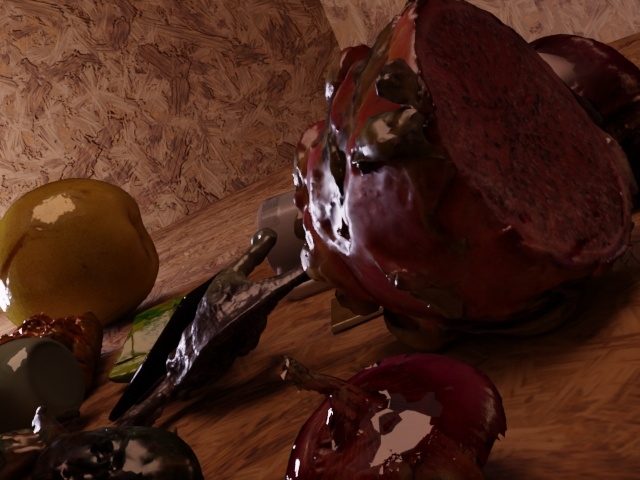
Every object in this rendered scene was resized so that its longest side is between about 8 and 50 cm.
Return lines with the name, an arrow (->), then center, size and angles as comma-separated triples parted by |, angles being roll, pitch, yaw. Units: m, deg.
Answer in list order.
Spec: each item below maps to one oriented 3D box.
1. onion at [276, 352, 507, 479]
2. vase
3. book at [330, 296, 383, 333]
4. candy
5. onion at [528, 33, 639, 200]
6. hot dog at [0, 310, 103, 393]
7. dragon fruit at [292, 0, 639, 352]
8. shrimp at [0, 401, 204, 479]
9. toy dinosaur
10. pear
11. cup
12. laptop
onion -> 0.024, 0.110, 0.544 | 0.150, 0.140, 0.150 | -38, 15, 12
vase -> -0.411, 0.214, 1.137 | 0.248, 0.128, 0.128 | -29, 7, 24
book -> 0.091, 0.055, 1.063 | 0.172, 0.012, 0.118 | -23, 10, 6
candy -> -0.214, 0.122, 1.290 | 0.149, 0.069, 0.246 | -22, 10, 2
onion -> 0.281, -0.134, 1.043 | 0.216, 0.206, 0.207 | -26, 10, -6
hot dog -> -0.412, 0.170, 1.365 | 0.158, 0.117, 0.349 | -26, 10, -6
dragon fruit -> 0.101, -0.025, 0.827 | 0.263, 0.314, 0.296 | -37, 24, 37
shrimp -> -0.197, 0.197, 0.706 | 0.172, 0.137, 0.372 | 16, -13, -41
toy dinosaur -> -0.108, 0.102, 0.966 | 0.294, 0.077, 0.162 | -55, 6, 8
pear -> -0.469, 0.032, 1.732 | 0.314, 0.315, 0.314 | -24, 9, 4
cup -> -0.003, -0.012, 1.306 | 0.141, 0.134, 0.173 | -18, 10, 24
laptop -> -0.174, 0.117, 1.077 | 0.197, 0.016, 0.135 | -54, -4, 22
